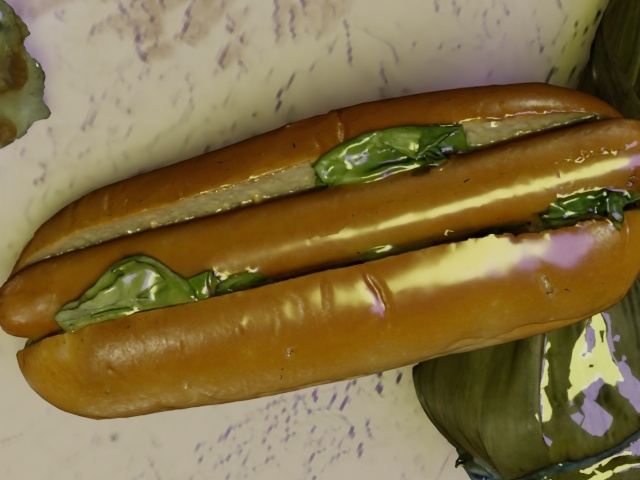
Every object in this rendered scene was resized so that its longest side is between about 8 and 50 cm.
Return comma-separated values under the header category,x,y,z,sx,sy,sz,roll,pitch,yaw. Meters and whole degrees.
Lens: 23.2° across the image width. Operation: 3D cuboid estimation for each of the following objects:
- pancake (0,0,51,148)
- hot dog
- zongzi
category,x,y,z,sx,sy,sz,roll,pitch,yaw
pancake,-0.234,-0.151,0.458,0.305,0.067,0.426,-15,121,-28
hot dog,0.000,0.000,0.569,0.249,0.068,0.100,-14,68,7
zongzi,0.121,-0.042,0.636,0.251,0.125,0.274,-31,108,-19
